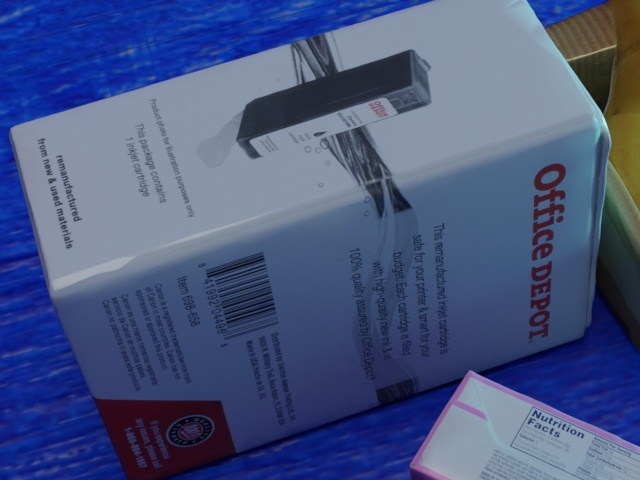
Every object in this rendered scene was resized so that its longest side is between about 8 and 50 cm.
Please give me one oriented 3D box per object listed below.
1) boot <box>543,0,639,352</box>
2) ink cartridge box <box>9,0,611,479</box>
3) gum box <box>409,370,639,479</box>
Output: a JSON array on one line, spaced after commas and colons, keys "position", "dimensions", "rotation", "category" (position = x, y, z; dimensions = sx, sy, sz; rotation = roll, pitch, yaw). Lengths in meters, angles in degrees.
[{"position": [0.246, -0.053, 0.850], "dimensions": [0.211, 0.104, 0.295], "rotation": [-16, 50, -5], "category": "boot"}, {"position": [0.000, 0.000, 0.781], "dimensions": [0.273, 0.197, 0.114], "rotation": [-17, 54, -6], "category": "ink cartridge box"}, {"position": [0.132, 0.145, 0.715], "dimensions": [0.188, 0.107, 0.062], "rotation": [24, 60, 22], "category": "gum box"}]
